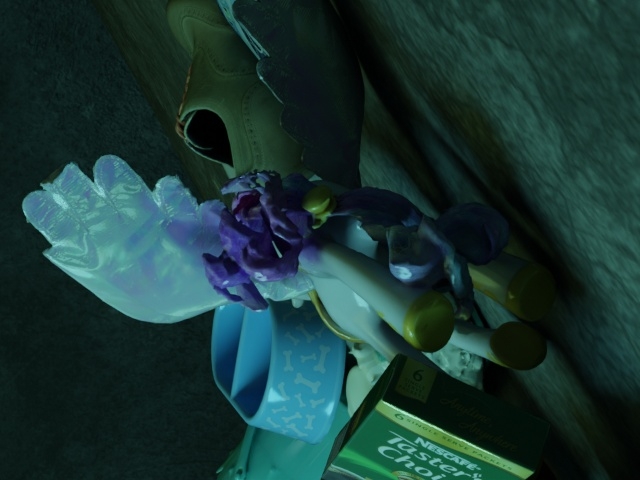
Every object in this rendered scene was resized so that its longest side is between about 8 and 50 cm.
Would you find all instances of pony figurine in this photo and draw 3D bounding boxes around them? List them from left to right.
[{"bbox_3d":[0.000,0.000,1.040,0.363,0.303,0.351,29,161,44],"label":"pony figurine"}]

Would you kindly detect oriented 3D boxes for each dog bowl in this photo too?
[{"bbox_3d":[-0.053,0.113,1.470,0.297,0.074,0.166,-148,66,-71],"label":"dog bowl"}]

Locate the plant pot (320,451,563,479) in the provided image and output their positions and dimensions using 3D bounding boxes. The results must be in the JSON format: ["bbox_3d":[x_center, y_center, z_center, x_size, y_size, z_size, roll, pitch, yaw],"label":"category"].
[{"bbox_3d":[0.109,0.313,1.216,0.215,0.215,0.230,-130,29,-49],"label":"plant pot"}]

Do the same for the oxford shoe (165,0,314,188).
[{"bbox_3d":[-0.102,-0.162,1.380,0.348,0.130,0.123,49,167,49],"label":"oxford shoe"}]

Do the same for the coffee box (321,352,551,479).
[{"bbox_3d":[0.073,0.147,0.943,0.113,0.040,0.184,26,151,-1],"label":"coffee box"}]

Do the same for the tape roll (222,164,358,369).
[{"bbox_3d":[-0.012,-0.014,1.579,0.392,0.072,0.392,57,170,15],"label":"tape roll"}]

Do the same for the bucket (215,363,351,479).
[{"bbox_3d":[0.033,0.273,1.613,0.281,0.183,0.281,34,-172,-5],"label":"bucket"}]

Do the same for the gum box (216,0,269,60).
[{"bbox_3d":[-0.053,-0.215,1.220,0.184,0.041,0.157,54,171,36],"label":"gum box"}]

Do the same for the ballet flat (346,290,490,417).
[{"bbox_3d":[0.088,0.150,1.364,0.147,0.147,0.409,56,172,23],"label":"ballet flat"}]
